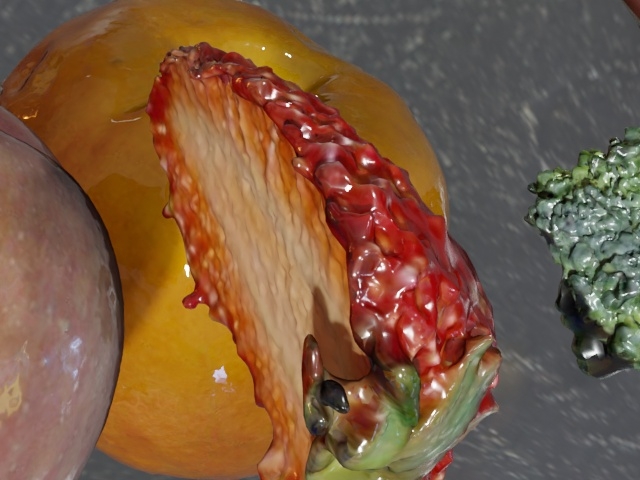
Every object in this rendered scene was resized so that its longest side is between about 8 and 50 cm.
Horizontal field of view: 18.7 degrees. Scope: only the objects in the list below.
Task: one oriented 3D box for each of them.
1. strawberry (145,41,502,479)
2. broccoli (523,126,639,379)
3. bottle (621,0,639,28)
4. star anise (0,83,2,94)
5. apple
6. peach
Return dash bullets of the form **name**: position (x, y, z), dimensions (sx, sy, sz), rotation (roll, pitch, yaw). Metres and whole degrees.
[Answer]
- **strawberry**: position (0.006, 0.000, 0.681), dimensions (0.087, 0.167, 0.208), rotation (-12, 60, -15)
- **broccoli**: position (0.252, 0.002, 1.365), dimensions (0.145, 0.304, 0.165), rotation (-23, 85, 20)
- **bottle**: position (0.164, -0.109, 0.638), dimensions (0.144, 0.144, 0.336), rotation (-36, 98, 6)
- **star anise**: position (-0.153, -0.109, 0.442), dimensions (0.212, 0.196, 0.111), rotation (-45, 32, -20)
- **apple**: position (-0.222, 0.031, 0.889), dimensions (0.305, 0.306, 0.235), rotation (34, 89, 19)
- **peach**: position (-0.083, 0.007, 1.323), dimensions (0.342, 0.343, 0.302), rotation (35, 124, 19)
